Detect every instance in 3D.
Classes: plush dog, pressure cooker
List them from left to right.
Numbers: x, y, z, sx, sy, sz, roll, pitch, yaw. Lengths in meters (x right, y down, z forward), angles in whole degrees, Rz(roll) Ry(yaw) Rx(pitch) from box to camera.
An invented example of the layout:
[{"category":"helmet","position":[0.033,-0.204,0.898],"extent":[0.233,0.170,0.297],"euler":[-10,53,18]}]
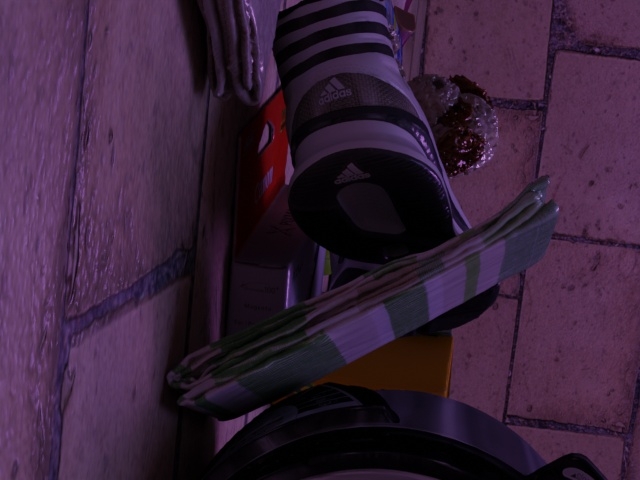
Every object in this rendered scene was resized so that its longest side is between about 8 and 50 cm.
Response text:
[{"category":"pressure cooker","position":[0.055,0.312,1.121],"extent":[0.420,0.376,0.369],"euler":[-13,113,-84]},{"category":"plush dog","position":[0.104,-0.133,1.710],"extent":[0.262,0.225,0.210],"euler":[-72,167,-60]}]

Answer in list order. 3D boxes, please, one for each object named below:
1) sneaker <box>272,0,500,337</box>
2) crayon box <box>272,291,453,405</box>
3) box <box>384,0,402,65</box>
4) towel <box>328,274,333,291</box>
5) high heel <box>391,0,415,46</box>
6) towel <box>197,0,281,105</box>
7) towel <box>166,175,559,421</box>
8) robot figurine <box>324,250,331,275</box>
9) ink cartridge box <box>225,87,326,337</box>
[{"category":"sneaker","position":[0.061,-0.081,1.336],"extent":[0.447,0.169,0.257],"euler":[66,15,-64]},{"category":"crayon box","position":[0.048,0.189,1.672],"extent":[0.323,0.203,0.083],"euler":[87,12,-52]},{"category":"box","position":[0.074,-0.285,1.877],"extent":[0.109,0.042,0.178],"euler":[-85,161,-47]},{"category":"towel","position":[0.056,0.057,2.255],"extent":[0.317,0.053,0.331],"euler":[8,88,-82]},{"category":"high heel","position":[0.101,-0.361,2.236],"extent":[0.117,0.082,0.244],"euler":[-49,-148,37]},{"category":"towel","position":[-0.050,-0.257,1.050],"extent":[0.187,0.049,0.282],"euler":[88,10,-59]},{"category":"towel","position":[0.041,0.058,1.159],"extent":[0.038,0.325,0.248],"euler":[62,-1,13]},{"category":"robot figurine","position":[0.000,0.000,1.648],"extent":[0.115,0.067,0.101],"euler":[77,29,-70]},{"category":"ink cartridge box","position":[-0.035,-0.014,1.383],"extent":[0.275,0.060,0.238],"euler":[-64,161,-71]}]
